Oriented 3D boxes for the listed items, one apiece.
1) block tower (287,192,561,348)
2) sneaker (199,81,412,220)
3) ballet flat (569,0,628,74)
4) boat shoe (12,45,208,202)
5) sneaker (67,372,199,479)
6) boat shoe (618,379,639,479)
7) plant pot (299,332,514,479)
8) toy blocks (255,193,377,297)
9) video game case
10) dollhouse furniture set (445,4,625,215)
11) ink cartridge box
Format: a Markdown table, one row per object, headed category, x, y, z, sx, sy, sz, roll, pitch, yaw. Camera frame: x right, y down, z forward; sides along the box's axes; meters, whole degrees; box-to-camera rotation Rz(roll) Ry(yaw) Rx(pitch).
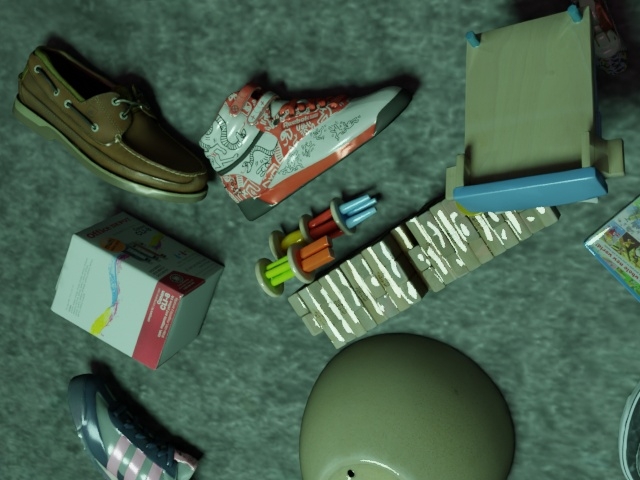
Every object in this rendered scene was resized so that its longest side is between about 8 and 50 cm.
| category | x | y | z | sx | sy | sz | roll | pitch | yaw |
| --- | --- | --- | --- | --- | --- | --- | --- | --- | --- |
| block tower | 0.124 | 0.013 | 1.000 | 0.335 | 0.097 | 0.091 | -33 | 93 | 28 |
| sneaker | -0.031 | -0.146 | 1.009 | 0.270 | 0.090 | 0.145 | -33 | 95 | 28 |
| ballet flat | 0.296 | -0.229 | 0.888 | 0.041 | 0.041 | 0.114 | -22 | 98 | 25 |
| boat shoe | -0.274 | -0.154 | 1.086 | 0.307 | 0.111 | 0.104 | 28 | 115 | 11 |
| sneaker | -0.257 | 0.324 | 1.244 | 0.131 | 0.112 | 0.319 | -27 | 98 | 8 |
| boat shoe | 0.426 | 0.177 | 0.929 | 0.108 | 0.102 | 0.301 | 27 | 113 | 11 |
| plant pot | 0.089 | 0.285 | 1.041 | 0.284 | 0.191 | 0.284 | 6 | 109 | 18 |
| toy blocks | 0.000 | 0.000 | 1.025 | 0.148 | 0.123 | 0.054 | -27 | 112 | 26 |
| video game case | 0.401 | -0.008 | 0.931 | 0.119 | 0.015 | 0.166 | 46 | 116 | 2 |
| dollhouse furniture set | 0.289 | -0.160 | 0.850 | 0.303 | 0.198 | 0.286 | -9 | 68 | 31 |
| ink cartridge box | -0.251 | 0.065 | 1.135 | 0.176 | 0.128 | 0.127 | 27 | 113 | 11 |
